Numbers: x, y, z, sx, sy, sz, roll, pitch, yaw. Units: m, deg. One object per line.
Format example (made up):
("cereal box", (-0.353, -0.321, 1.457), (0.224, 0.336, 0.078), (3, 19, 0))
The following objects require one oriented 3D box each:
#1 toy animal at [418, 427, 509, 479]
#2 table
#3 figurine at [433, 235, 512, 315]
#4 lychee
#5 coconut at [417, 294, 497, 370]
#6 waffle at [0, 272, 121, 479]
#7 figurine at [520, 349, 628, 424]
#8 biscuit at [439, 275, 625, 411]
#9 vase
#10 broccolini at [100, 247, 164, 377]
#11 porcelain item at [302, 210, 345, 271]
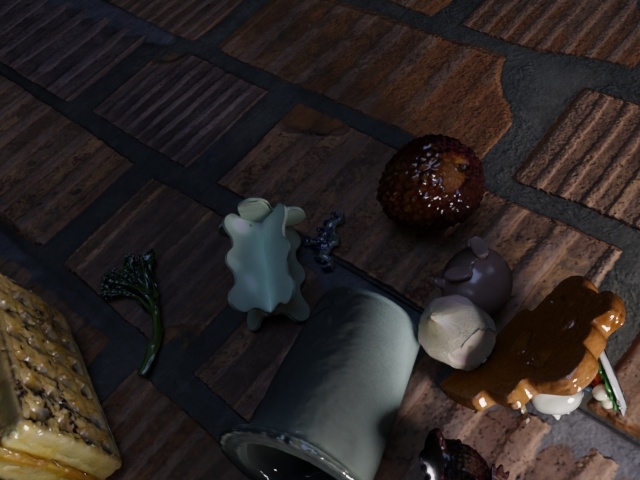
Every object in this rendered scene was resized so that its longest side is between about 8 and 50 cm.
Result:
("toy animal", (0.190, 0.340, 0.952), (0.116, 0.218, 0.179), (-53, 16, -9))
("table", (-0.097, 0.049, 1.248), (0.166, 0.167, 0.199), (-12, 60, 7))
("figurine", (0.251, 0.069, 1.141), (0.125, 0.138, 0.125), (-11, 51, 14))
("lychee", (0.196, -0.096, 1.262), (0.188, 0.188, 0.188), (-8, 53, 10))
("coconut", (0.201, 0.136, 1.044), (0.110, 0.124, 0.110), (-24, 54, 38))
("waffle", (-0.486, 0.230, 1.152), (0.114, 0.261, 0.376), (-37, 54, -3))
("figurine", (0.355, 0.217, 1.025), (0.153, 0.132, 0.132), (-22, 51, 15))
("biscuit", (0.305, 0.167, 1.024), (0.306, 0.043, 0.284), (-36, 9, 33))
("vase", (0.017, 0.225, 1.034), (0.244, 0.245, 0.291), (11, 52, 22))
("broccolini", (-0.362, 0.140, 1.316), (0.123, 0.062, 0.272), (-23, 54, 11))
("porcelain item", (0.000, 0.000, 1.334), (0.075, 0.021, 0.136), (-1, 54, 20))
